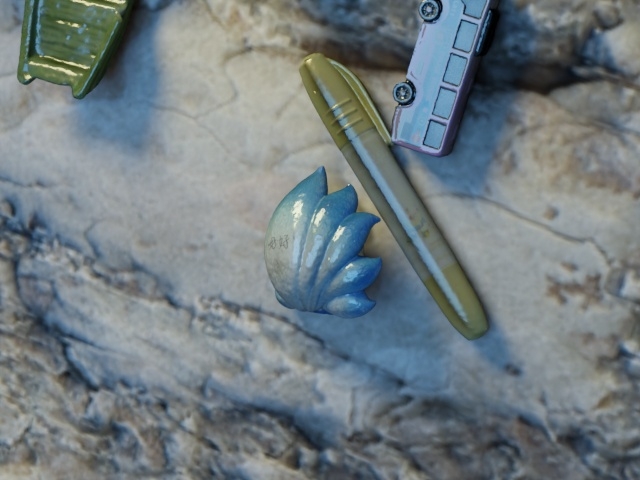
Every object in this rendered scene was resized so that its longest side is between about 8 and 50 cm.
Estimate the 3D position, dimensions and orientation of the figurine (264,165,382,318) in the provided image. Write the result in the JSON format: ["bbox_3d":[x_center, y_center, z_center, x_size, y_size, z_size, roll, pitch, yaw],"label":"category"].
[{"bbox_3d":[0.000,0.000,1.113,0.114,0.079,0.114,-9,80,56],"label":"figurine"}]

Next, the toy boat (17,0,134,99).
[{"bbox_3d":[-0.158,-0.252,1.160,0.093,0.055,0.293,17,102,20],"label":"toy boat"}]

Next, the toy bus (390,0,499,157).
[{"bbox_3d":[0.086,-0.124,1.084,0.052,0.037,0.131,21,103,17],"label":"toy bus"}]

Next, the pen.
[{"bbox_3d":[0.055,-0.034,1.110,0.040,0.032,0.233,-32,84,3],"label":"pen"}]
